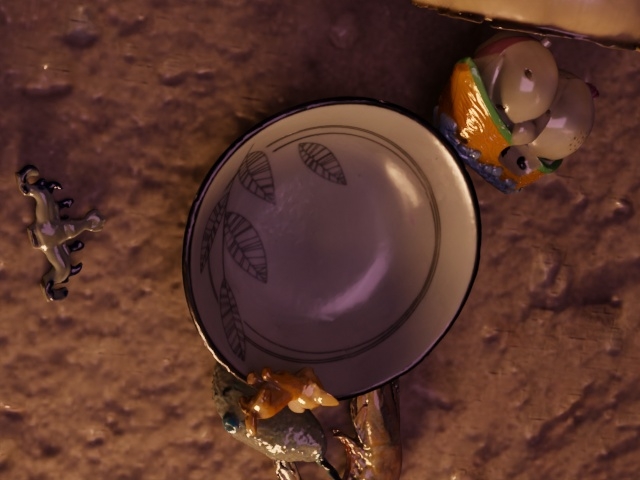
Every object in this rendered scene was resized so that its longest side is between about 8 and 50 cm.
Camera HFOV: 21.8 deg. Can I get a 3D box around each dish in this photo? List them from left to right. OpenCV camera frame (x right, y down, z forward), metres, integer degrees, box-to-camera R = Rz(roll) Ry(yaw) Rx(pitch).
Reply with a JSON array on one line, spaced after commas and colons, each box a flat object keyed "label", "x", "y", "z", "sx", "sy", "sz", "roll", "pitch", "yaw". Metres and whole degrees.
[{"label": "dish", "x": 0.000, "y": 0.000, "z": 1.643, "sx": 0.316, "sy": 0.106, "sz": 0.317, "roll": -7, "pitch": 110, "yaw": -18}]

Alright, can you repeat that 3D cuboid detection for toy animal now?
[{"label": "toy animal", "x": -0.031, "y": 0.155, "z": 1.598, "sx": 0.083, "sy": 0.060, "sz": 0.081, "roll": 22, "pitch": 61, "yaw": -27}, {"label": "toy animal", "x": -0.023, "y": 0.216, "z": 1.653, "sx": 0.079, "sy": 0.070, "sz": 0.253, "roll": -42, "pitch": 72, "yaw": 11}]

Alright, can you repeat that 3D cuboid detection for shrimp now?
[{"label": "shrimp", "x": 0.017, "y": 0.193, "z": 1.735, "sx": 0.152, "sy": 0.046, "sz": 0.219, "roll": -3, "pitch": 105, "yaw": -23}]

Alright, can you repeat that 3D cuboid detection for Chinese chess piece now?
[{"label": "Chinese chess piece", "x": 0.213, "y": -0.249, "z": 1.570, "sx": 0.270, "sy": 0.270, "sz": 0.112, "roll": 9, "pitch": 100, "yaw": -22}]

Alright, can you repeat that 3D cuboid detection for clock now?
[{"label": "clock", "x": 0.195, "y": -0.131, "z": 1.660, "sx": 0.144, "sy": 0.103, "sz": 0.231, "roll": -45, "pitch": 146, "yaw": 11}]

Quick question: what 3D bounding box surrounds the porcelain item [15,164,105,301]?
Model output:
[{"label": "porcelain item", "x": -0.242, "y": -0.013, "z": 1.597, "sx": 0.075, "sy": 0.021, "sz": 0.136, "roll": -15, "pitch": 108, "yaw": -16}]
